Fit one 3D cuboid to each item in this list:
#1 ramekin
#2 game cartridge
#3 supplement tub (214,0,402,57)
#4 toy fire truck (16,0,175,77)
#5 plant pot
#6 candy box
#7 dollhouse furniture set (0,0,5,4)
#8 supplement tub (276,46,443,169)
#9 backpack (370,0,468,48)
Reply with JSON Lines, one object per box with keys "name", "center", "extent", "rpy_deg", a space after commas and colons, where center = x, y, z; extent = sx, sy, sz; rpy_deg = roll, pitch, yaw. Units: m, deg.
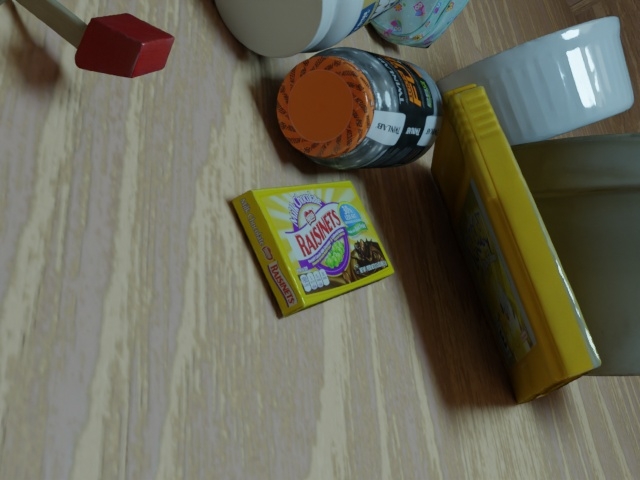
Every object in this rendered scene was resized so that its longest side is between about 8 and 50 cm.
{"name": "ramekin", "center": [0.321, -0.216, 1.382], "extent": [0.277, 0.277, 0.135], "rpy_deg": [-26, 97, -65]}
{"name": "game cartridge", "center": [0.200, 0.014, 1.049], "extent": [0.285, 0.053, 0.323], "rpy_deg": [76, -7, -75]}
{"name": "supplement tub", "center": [0.001, -0.268, 0.916], "extent": [0.144, 0.144, 0.200], "rpy_deg": [58, 43, -11]}
{"name": "toy fire truck", "center": [-0.176, -0.197, 0.598], "extent": [0.192, 0.135, 0.047], "rpy_deg": [25, 24, 10]}
{"name": "plant pot", "center": [0.361, 0.021, 1.181], "extent": [0.323, 0.323, 0.280], "rpy_deg": [2, 86, -62]}
{"name": "candy box", "center": [0.000, 0.000, 0.833], "extent": [0.105, 0.027, 0.206], "rpy_deg": [63, 24, 6]}
{"name": "dollhouse furniture set", "center": [-0.238, -0.174, 0.426], "extent": [0.144, 0.123, 0.151], "rpy_deg": [0, 67, -63]}
{"name": "supplement tub", "center": [0.040, -0.128, 0.927], "extent": [0.190, 0.117, 0.117], "rpy_deg": [-13, 78, -65]}
{"name": "backpack", "center": [0.136, -0.351, 1.262], "extent": [0.152, 0.182, 0.115], "rpy_deg": [38, 19, 22]}
